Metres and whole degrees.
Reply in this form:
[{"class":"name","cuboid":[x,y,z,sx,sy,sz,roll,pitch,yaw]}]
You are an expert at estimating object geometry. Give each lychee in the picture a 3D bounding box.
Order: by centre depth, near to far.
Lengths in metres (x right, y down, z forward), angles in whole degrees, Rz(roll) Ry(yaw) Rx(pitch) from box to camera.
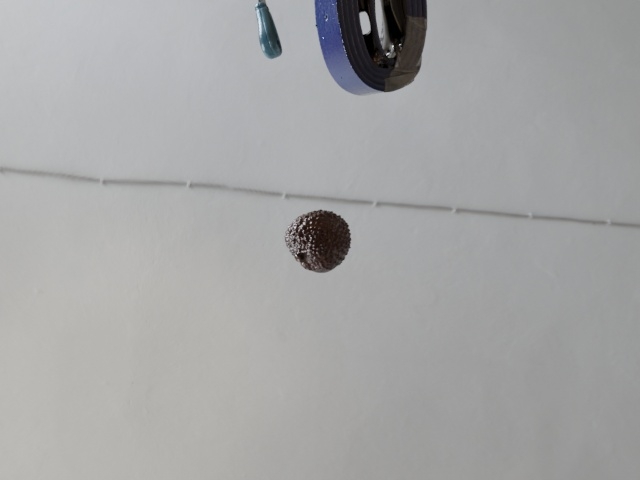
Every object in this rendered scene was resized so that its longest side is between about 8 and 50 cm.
[{"class":"lychee","cuboid":[-0.002,0.000,1.308,0.123,0.123,0.129,46,-145,-2]}]

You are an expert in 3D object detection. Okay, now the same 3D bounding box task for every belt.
[{"class":"belt","cuboid":[0.102,-0.476,1.435,0.212,0.117,0.346,-12,-79,-25]}]

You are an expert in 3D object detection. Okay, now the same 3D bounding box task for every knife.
[{"class":"knife","cuboid":[-0.107,-0.429,1.247,0.032,0.058,0.244,-20,-111,17]}]
